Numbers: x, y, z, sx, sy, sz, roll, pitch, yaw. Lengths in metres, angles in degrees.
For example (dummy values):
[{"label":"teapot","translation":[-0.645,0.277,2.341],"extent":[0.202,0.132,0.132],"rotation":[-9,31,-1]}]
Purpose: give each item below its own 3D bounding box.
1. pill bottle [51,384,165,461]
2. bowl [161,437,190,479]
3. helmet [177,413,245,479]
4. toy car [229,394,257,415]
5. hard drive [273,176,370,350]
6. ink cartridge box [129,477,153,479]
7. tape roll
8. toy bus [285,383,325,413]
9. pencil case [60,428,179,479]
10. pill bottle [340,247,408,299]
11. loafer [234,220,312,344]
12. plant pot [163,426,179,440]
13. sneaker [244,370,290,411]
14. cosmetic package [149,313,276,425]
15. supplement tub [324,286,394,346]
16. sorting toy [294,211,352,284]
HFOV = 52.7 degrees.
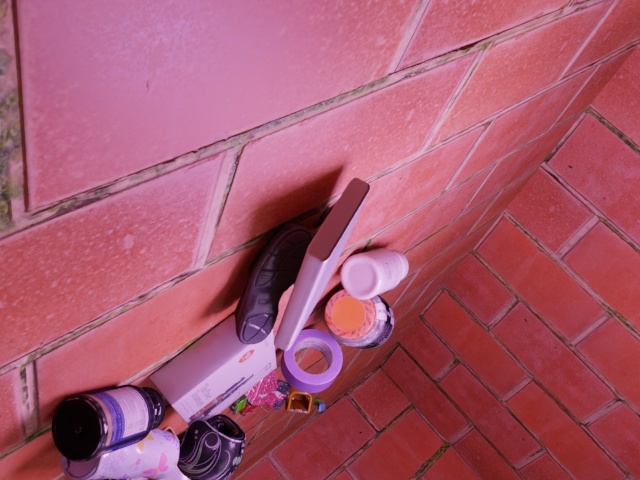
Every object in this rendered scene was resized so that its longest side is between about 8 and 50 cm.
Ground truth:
[{"label":"pill bottle","translation":[-0.410,0.354,1.285],"extent":[0.123,0.123,0.219],"rotation":[-47,162,12]},{"label":"bowl","translation":[-0.427,0.754,2.004],"extent":[0.297,0.134,0.298],"rotation":[-59,175,-8]},{"label":"helmet","translation":[-0.284,0.533,1.637],"extent":[0.161,0.169,0.169],"rotation":[-59,161,3]},{"label":"toy car","translation":[-0.282,0.552,2.137],"extent":[0.239,0.053,0.225],"rotation":[-32,159,-33]},{"label":"hard drive","translation":[-0.002,0.059,1.368],"extent":[0.233,0.047,0.353],"rotation":[-58,173,-39]},{"label":"ink cartridge box","translation":[-0.615,0.744,1.852],"extent":[0.333,0.065,0.165],"rotation":[-30,158,-32]},{"label":"tape roll","translation":[-0.029,0.384,2.065],"extent":[0.189,0.189,0.080],"rotation":[-33,160,-30]},{"label":"toy bus","translation":[-0.090,0.610,2.590],"extent":[0.191,0.202,0.104],"rotation":[-2,106,-54]},{"label":"pencil case","translation":[-0.435,0.473,1.427],"extent":[0.124,0.113,0.273],"rotation":[-48,148,7]},{"label":"pill bottle","translation":[0.167,0.091,1.900],"extent":[0.131,0.131,0.229],"rotation":[-52,161,25]},{"label":"loafer","translation":[-0.117,0.078,1.362],"extent":[0.109,0.095,0.302],"rotation":[8,119,-35]},{"label":"plant pot","translation":[-0.450,0.590,1.829],"extent":[0.082,0.081,0.083],"rotation":[-26,168,-42]},{"label":"sneaker","translation":[-0.196,0.448,2.004],"extent":[0.120,0.112,0.299],"rotation":[-59,154,-17]},{"label":"cosmetic package","translation":[-0.250,0.329,1.622],"extent":[0.284,0.097,0.377],"rotation":[-39,162,-18]},{"label":"supplement tub","translation":[0.123,0.246,2.066],"extent":[0.193,0.193,0.316],"rotation":[-44,163,2]},{"label":"sorting toy","translation":[0.000,0.000,1.499],"extent":[0.208,0.038,0.193],"rotation":[-43,163,-15]}]
